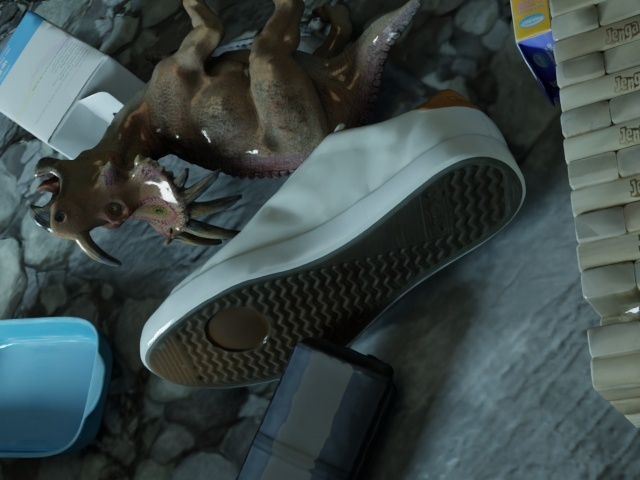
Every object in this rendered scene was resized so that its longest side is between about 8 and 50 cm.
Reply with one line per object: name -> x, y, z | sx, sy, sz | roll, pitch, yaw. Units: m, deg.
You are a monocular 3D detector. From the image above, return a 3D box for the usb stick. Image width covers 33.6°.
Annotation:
usb stick -> -0.033, 0.196, 0.682 | 0.077, 0.045, 0.278 | 23, 81, 10

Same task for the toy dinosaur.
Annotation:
toy dinosaur -> -0.056, -0.087, 0.796 | 0.296, 0.127, 0.200 | -10, 73, 11

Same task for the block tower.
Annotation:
block tower -> 0.200, -0.053, 0.627 | 0.091, 0.097, 0.335 | -14, 61, 26

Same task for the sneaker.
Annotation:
sneaker -> 0.000, 0.000, 0.740 | 0.290, 0.106, 0.123 | -30, 39, 14

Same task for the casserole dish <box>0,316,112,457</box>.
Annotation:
casserole dish -> -0.237, 0.122, 0.859 | 0.188, 0.037, 0.114 | -5, 66, 30

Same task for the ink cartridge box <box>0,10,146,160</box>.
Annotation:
ink cartridge box -> -0.209, -0.119, 0.917 | 0.143, 0.092, 0.090 | 33, 88, 39

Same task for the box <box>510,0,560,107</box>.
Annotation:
box -> 0.151, -0.159, 0.715 | 0.028, 0.081, 0.136 | -17, 61, 25
